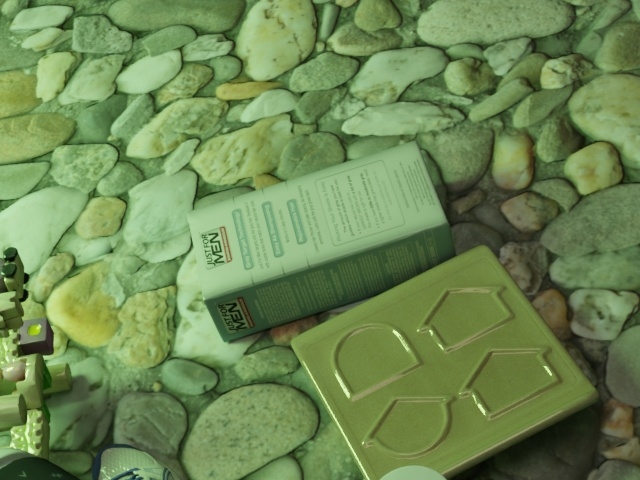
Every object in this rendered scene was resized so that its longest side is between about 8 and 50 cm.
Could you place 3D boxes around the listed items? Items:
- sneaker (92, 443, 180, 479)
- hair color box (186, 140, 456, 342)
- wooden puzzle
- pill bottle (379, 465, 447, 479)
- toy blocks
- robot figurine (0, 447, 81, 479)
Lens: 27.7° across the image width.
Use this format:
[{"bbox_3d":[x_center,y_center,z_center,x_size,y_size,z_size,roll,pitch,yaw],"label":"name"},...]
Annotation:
[{"bbox_3d":[-0.227,0.356,1.715,0.112,0.131,0.296,-35,48,-12],"label":"sneaker"},{"bbox_3d":[0.000,0.000,1.963,0.374,0.113,0.185,-17,48,1],"label":"hair color box"},{"bbox_3d":[0.165,0.187,1.784,0.322,0.080,0.348,-26,44,-7],"label":"wooden puzzle"},{"bbox_3d":[0.126,0.369,1.519,0.136,0.246,0.136,-8,49,10],"label":"pill bottle"},{"bbox_3d":[-0.507,0.221,1.790,0.260,0.309,0.288,-9,48,1],"label":"toy blocks"},{"bbox_3d":[-0.345,0.369,1.591,0.278,0.209,0.173,23,40,30],"label":"robot figurine"}]
